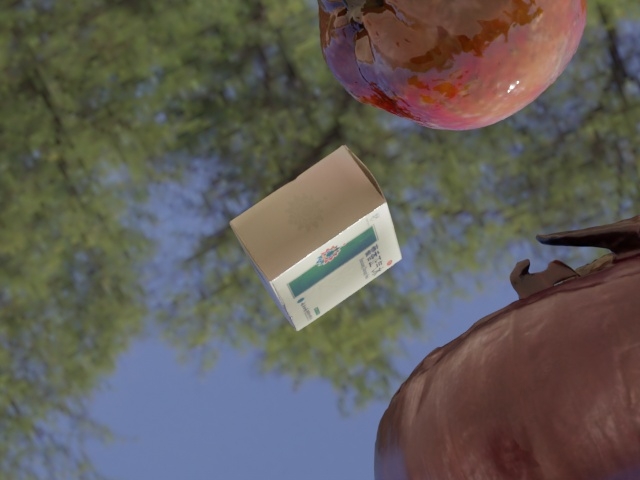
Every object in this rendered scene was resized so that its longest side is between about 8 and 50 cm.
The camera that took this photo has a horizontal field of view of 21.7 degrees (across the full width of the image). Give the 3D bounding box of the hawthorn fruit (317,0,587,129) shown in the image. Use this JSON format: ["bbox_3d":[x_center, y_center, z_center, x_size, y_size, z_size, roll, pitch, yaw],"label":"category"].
[{"bbox_3d":[0.122,-0.242,1.596,0.284,0.284,0.284,-21,-155,11],"label":"hawthorn fruit"}]

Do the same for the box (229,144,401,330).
[{"bbox_3d":[0.000,0.000,1.978,0.168,0.212,0.095,-36,-110,-5],"label":"box"}]

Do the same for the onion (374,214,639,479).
[{"bbox_3d":[0.206,0.136,0.884,0.347,0.347,0.285,-25,-112,3],"label":"onion"}]
